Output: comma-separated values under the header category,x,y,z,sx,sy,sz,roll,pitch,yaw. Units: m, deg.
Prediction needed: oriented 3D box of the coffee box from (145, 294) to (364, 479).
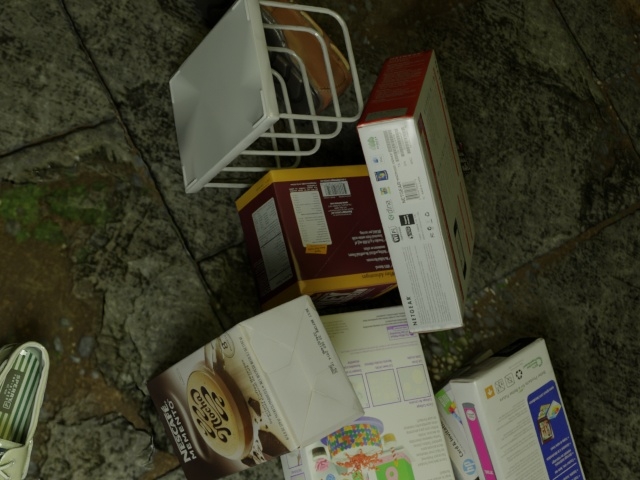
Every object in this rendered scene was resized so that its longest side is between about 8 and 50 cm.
category,x,y,z,sx,sy,sz,roll,pitch,yaw
coffee box,-0.096,0.206,1.370,0.119,0.297,0.168,-21,81,-37

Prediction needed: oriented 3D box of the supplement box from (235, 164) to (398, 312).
category,x,y,z,sx,sy,sz,roll,pitch,yaw
supplement box,0.000,0.000,1.605,0.191,0.129,0.194,-6,74,-31

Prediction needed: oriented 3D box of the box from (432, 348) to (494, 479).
category,x,y,z,sx,sy,sz,roll,pitch,yaw
box,0.247,0.284,1.689,0.186,0.038,0.145,-32,89,-33

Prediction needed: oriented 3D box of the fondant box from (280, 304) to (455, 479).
category,x,y,z,sx,sy,sz,roll,pitch,yaw
fondant box,0.056,0.274,1.552,0.238,0.096,0.330,-5,73,-31

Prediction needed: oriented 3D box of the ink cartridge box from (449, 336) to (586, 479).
category,x,y,z,sx,sy,sz,roll,pitch,yaw
ink cartridge box,0.333,0.357,1.661,0.175,0.069,0.371,-23,97,-37

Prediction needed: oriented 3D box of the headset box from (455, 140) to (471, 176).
category,x,y,z,sx,sy,sz,roll,pitch,yaw
headset box,0.216,-0.139,1.840,0.083,0.032,0.062,-9,75,-31

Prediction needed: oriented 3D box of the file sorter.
category,x,y,z,sx,sy,sz,roll,pitch,yaw
file sorter,-0.083,-0.208,1.552,0.173,0.277,0.193,-1,72,-32

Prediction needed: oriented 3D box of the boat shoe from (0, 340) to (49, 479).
category,x,y,z,sx,sy,sz,roll,pitch,yaw
boat shoe,-0.410,0.262,1.293,0.109,0.094,0.302,18,63,-22

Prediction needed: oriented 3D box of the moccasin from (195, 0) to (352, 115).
category,x,y,z,sx,sy,sz,roll,pitch,yaw
moccasin,-0.086,-0.382,1.701,0.380,0.139,0.147,47,55,-6

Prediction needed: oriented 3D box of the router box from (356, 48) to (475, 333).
category,x,y,z,sx,sy,sz,roll,pitch,yaw
router box,0.155,-0.080,1.584,0.301,0.082,0.335,-67,145,-61
